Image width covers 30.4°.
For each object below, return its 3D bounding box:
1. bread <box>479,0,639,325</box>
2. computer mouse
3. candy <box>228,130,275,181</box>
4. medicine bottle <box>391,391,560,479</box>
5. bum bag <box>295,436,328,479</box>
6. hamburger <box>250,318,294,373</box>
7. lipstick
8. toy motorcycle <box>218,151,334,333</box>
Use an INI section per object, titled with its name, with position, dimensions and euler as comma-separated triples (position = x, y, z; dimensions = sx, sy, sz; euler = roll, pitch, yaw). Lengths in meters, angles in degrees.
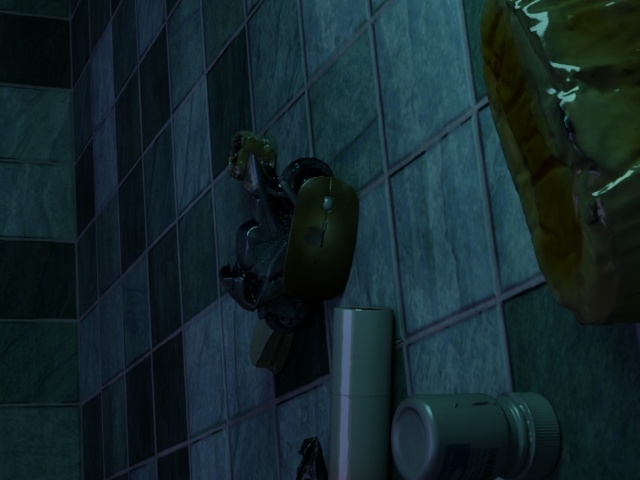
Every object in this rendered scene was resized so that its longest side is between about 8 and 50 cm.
[bread]
position = 0.284, -0.114, 1.133
dimensions = 0.236, 0.183, 0.388
euler = 111, 147, -69
[computer mouse]
position = 0.000, 0.001, 1.823
dimensions = 0.045, 0.102, 0.199
euler = -112, 31, -72
[candy]
position = -0.129, -0.151, 2.145
dimensions = 0.110, 0.085, 0.095
euler = -163, 86, -69
[medicine bottle]
position = 0.173, 0.222, 1.324
dimensions = 0.105, 0.168, 0.105
euler = -178, 90, -65
[bum bag]
position = 0.002, 0.428, 1.811
dimensions = 0.102, 0.069, 0.248
euler = 87, 173, -70
[hamburger]
position = -0.085, 0.162, 2.055
dimensions = 0.084, 0.054, 0.121
euler = -112, 36, -50
[lipstick]
position = 0.056, 0.259, 1.681
dimensions = 0.087, 0.087, 0.327
euler = 179, 93, -66
[toy motorcycle]
position = -0.072, 0.009, 1.888
dimensions = 0.108, 0.173, 0.307
euler = -137, 52, -61
